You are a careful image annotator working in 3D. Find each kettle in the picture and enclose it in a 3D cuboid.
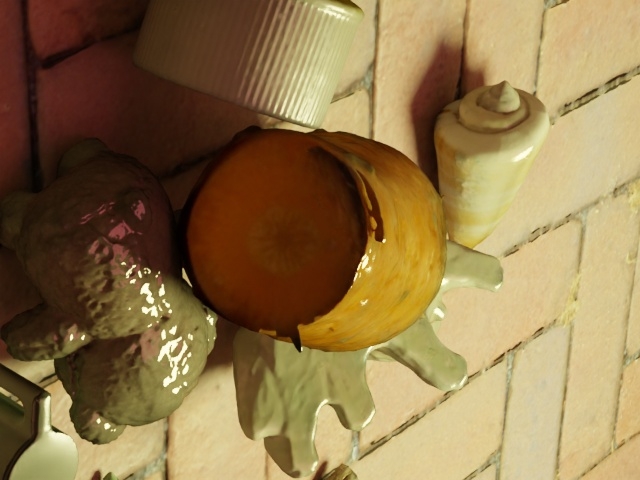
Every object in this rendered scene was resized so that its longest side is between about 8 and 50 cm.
[{"bbox_3d":[-0.292,0.172,1.588,0.098,0.148,0.126,28,85,-55],"label":"kettle"}]

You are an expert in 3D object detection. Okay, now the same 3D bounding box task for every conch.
[{"bbox_3d":[0.181,-0.094,2.122,0.158,0.127,0.255,-77,-172,-53],"label":"conch"}]

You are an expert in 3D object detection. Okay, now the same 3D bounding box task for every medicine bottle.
[{"bbox_3d":[-0.024,-0.311,1.606,0.224,0.224,0.384,11,100,-55],"label":"medicine bottle"}]

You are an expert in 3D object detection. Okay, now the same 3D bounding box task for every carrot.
[{"bbox_3d":[0.000,0.000,1.719,0.224,0.224,0.341,-70,162,5],"label":"carrot"}]

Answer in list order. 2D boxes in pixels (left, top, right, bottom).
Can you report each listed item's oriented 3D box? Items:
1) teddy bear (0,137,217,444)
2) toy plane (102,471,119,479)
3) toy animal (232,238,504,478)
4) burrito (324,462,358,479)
[{"bbox_3d":[-0.191,0.045,1.647,0.236,0.151,0.267,-40,137,-31],"label":"teddy bear"},{"bbox_3d":[-0.218,0.280,1.847,0.080,0.033,0.083,-70,153,-76],"label":"toy plane"},{"bbox_3d":[0.018,0.123,1.977,0.266,0.188,0.307,23,77,-25],"label":"toy animal"},{"bbox_3d":[-0.011,0.381,2.166,0.063,0.058,0.229,29,83,-51],"label":"burrito"}]
